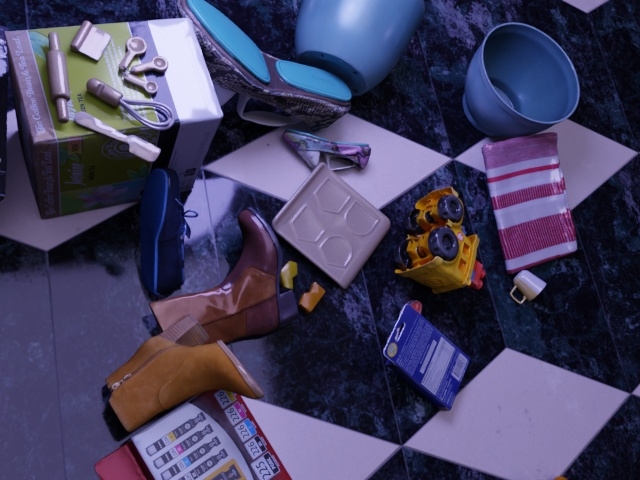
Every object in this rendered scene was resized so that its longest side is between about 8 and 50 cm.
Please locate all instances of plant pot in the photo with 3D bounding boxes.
[{"bbox_3d":[0.500,-0.393,1.733,0.293,0.196,0.293,7,69,-18],"label":"plant pot"},{"bbox_3d":[0.071,-0.493,1.564,0.293,0.293,0.235,26,76,-10],"label":"plant pot"}]

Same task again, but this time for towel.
[{"bbox_3d":[0.537,-0.101,1.672,0.237,0.037,0.329,-14,94,-24],"label":"towel"}]

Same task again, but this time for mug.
[{"bbox_3d":[0.510,0.112,1.623,0.064,0.062,0.078,44,55,8],"label":"mug"}]

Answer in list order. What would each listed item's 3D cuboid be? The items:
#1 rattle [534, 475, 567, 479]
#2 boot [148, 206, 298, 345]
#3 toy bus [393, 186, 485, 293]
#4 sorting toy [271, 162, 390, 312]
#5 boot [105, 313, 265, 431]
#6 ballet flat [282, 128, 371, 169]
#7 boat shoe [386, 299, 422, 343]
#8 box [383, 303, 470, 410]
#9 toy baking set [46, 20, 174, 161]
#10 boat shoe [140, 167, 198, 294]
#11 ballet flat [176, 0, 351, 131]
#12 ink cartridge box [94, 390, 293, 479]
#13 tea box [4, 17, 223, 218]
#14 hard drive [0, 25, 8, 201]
[{"bbox_3d":[0.532,0.563,1.377,0.142,0.199,0.130,7,68,-19],"label":"rattle"},{"bbox_3d":[-0.211,0.091,1.326,0.280,0.096,0.264,-19,100,-22],"label":"boot"},{"bbox_3d":[0.304,0.017,1.540,0.211,0.149,0.220,32,59,-22],"label":"toy bus"},{"bbox_3d":[0.000,0.000,1.479,0.229,0.041,0.307,42,64,-8],"label":"sorting toy"},{"bbox_3d":[-0.243,0.256,1.125,0.211,0.295,0.104,-42,127,-18],"label":"boot"},{"bbox_3d":[0.015,-0.207,1.551,0.221,0.077,0.079,8,94,-19],"label":"ballet flat"},{"bbox_3d":[0.196,0.188,1.479,0.049,0.043,0.137,37,62,-2],"label":"boat shoe"},{"bbox_3d":[0.228,0.255,1.439,0.225,0.036,0.136,42,60,-22],"label":"box"},{"bbox_3d":[-0.341,-0.250,1.069,0.196,0.030,0.256,-2,70,-21],"label":"toy baking set"},{"bbox_3d":[-0.302,-0.023,1.293,0.089,0.258,0.109,-9,33,-39],"label":"boat shoe"},{"bbox_3d":[-0.139,-0.338,1.414,0.482,0.182,0.164,16,43,-44],"label":"ballet flat"},{"bbox_3d":[-0.208,0.451,1.172,0.271,0.130,0.309,-31,84,-27],"label":"ink cartridge box"},{"bbox_3d":[-0.396,-0.224,1.244,0.323,0.329,0.220,-13,75,-24],"label":"tea box"},{"bbox_3d":[-0.642,-0.197,1.189,0.064,0.236,0.339,9,66,-44],"label":"hard drive"}]
